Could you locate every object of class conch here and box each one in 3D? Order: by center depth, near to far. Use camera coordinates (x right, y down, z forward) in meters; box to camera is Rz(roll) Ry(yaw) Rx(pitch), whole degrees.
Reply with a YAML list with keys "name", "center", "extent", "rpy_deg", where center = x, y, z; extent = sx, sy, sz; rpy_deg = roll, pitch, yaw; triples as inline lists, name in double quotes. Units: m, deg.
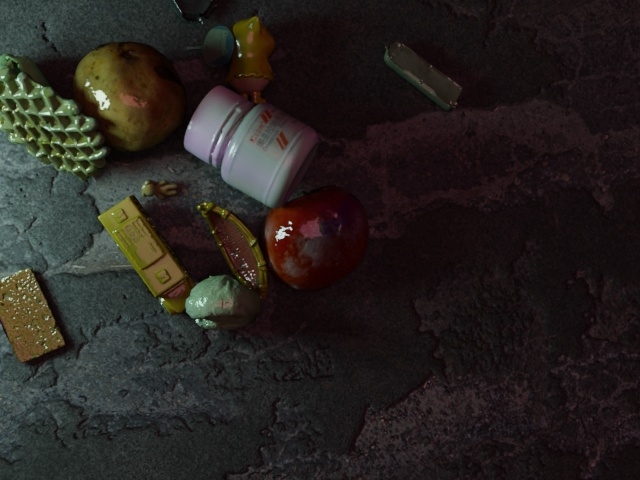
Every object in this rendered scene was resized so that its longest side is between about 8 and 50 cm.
- name: "conch"
  center: [-0.738, -0.372, 1.490]
  extent: [0.250, 0.137, 0.143]
  rpy_deg: [44, 117, -4]

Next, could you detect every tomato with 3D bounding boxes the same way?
- name: "tomato"
  center: [0.005, -0.001, 1.653]
  extent: [0.335, 0.176, 0.290]
  rpy_deg: [-20, 97, -13]

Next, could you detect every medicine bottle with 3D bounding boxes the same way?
- name: "medicine bottle"
  center: [-0.182, -0.252, 1.566]
  extent: [0.302, 0.241, 0.241]
  rpy_deg: [30, 84, 1]

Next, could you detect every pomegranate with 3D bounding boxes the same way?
- name: "pomegranate"
  center: [-0.485, -0.362, 1.495]
  extent: [0.281, 0.281, 0.281]
  rpy_deg: [0, 90, -13]

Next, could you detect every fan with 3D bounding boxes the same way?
- name: "fan"
  center: [-0.302, -0.527, 1.603]
  extent: [0.175, 0.005, 0.113]
  rpy_deg: [8, 95, 31]

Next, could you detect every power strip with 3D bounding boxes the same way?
- name: "power strip"
  center: [0.307, -0.500, 1.780]
  extent: [0.286, 0.048, 0.080]
  rpy_deg: [33, 81, -11]

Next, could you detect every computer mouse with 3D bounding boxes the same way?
- name: "computer mouse"
  center: [-0.380, -0.700, 1.615]
  extent: [0.126, 0.071, 0.231]
  rpy_deg: [-40, 109, -24]

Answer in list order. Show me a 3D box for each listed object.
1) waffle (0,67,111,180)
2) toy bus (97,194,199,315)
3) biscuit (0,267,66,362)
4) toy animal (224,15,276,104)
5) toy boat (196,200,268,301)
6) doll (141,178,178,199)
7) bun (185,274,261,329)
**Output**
- name: "waffle"
  center: [-0.667, -0.276, 1.449]
  extent: [0.309, 0.292, 0.056]
  rpy_deg: [35, 55, -14]
- name: "toy bus"
  center: [-0.450, 0.043, 1.573]
  extent: [0.121, 0.123, 0.335]
  rpy_deg: [-35, 97, -10]
- name: "biscuit"
  center: [-0.775, 0.197, 1.549]
  extent: [0.131, 0.025, 0.231]
  rpy_deg: [-22, 95, -13]
- name: "toy animal"
  center: [-0.199, -0.487, 1.616]
  extent: [0.156, 0.156, 0.230]
  rpy_deg: [-9, 98, -13]
- name: "toy boat"
  center: [-0.228, 0.022, 1.626]
  extent: [0.318, 0.141, 0.099]
  rpy_deg: [60, 39, -12]
- name: "doll"
  center: [-0.441, -0.138, 1.611]
  extent: [0.093, 0.051, 0.061]
  rpy_deg: [11, 116, -10]
- name: "bun"
  center: [-0.264, 0.164, 1.579]
  extent: [0.204, 0.212, 0.126]
  rpy_deg: [10, 64, -25]
